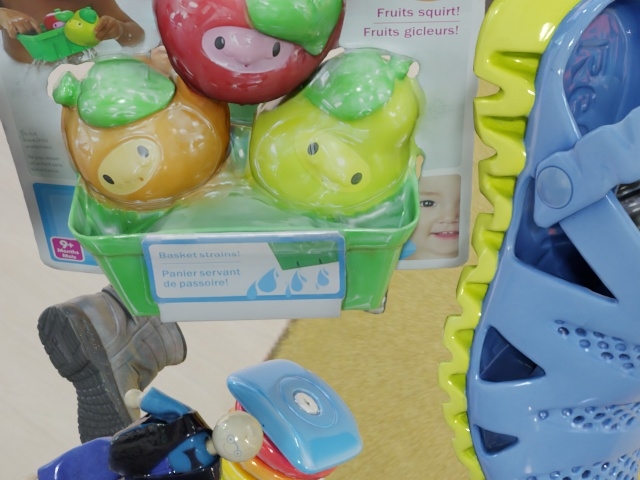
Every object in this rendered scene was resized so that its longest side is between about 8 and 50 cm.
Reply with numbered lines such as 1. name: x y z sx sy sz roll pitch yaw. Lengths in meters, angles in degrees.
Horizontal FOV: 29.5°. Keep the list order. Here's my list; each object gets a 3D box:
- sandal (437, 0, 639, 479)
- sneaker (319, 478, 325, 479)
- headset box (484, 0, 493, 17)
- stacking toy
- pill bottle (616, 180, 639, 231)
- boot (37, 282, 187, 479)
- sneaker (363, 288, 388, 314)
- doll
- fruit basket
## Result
1. sandal: 0.145 0.023 0.613 0.138 0.126 0.317 23 122 47
2. sneaker: -0.036 0.410 1.730 0.256 0.151 0.094 35 130 -6
3. headset box: 0.279 -0.283 1.245 0.283 0.246 0.131 -12 124 -12
4. stacking toy: -0.098 0.317 1.628 0.175 0.165 0.302 46 115 20
5. pill bottle: 0.244 0.031 0.862 0.122 0.123 0.219 -25 79 9
6. boot: -0.283 0.219 1.908 0.118 0.222 0.338 -17 94 38
7. sneaker: 0.000 0.000 1.486 0.122 0.283 0.110 5 105 -12
8. doll: -0.125 0.175 0.904 0.189 0.046 0.129 -25 92 14
9. fruit basket: -0.056 -0.094 0.789 0.327 0.353 0.165 -1 50 1
